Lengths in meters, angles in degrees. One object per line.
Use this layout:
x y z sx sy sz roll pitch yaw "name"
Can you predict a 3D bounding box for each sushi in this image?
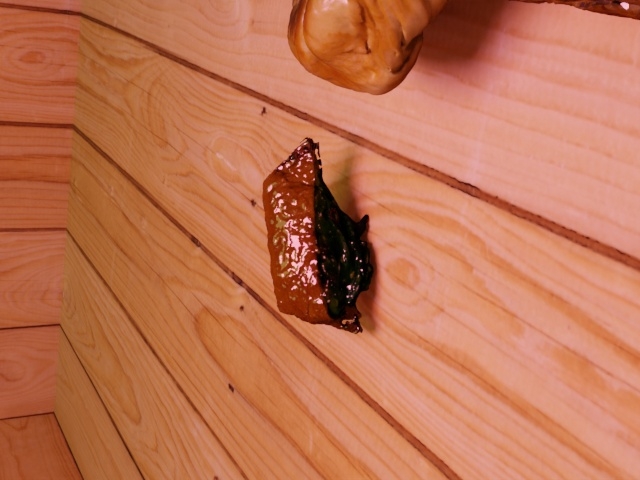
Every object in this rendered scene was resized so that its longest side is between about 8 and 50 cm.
-0.001 0.000 1.212 0.140 0.149 0.287 -8 84 24 "sushi"

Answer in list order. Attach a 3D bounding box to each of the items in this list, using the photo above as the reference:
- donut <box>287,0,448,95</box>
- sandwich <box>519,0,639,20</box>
0.077 -0.346 0.961 0.360 0.170 0.360 -161 90 -79 "donut"
0.283 -0.370 0.727 0.262 0.131 0.326 35 120 55 "sandwich"
